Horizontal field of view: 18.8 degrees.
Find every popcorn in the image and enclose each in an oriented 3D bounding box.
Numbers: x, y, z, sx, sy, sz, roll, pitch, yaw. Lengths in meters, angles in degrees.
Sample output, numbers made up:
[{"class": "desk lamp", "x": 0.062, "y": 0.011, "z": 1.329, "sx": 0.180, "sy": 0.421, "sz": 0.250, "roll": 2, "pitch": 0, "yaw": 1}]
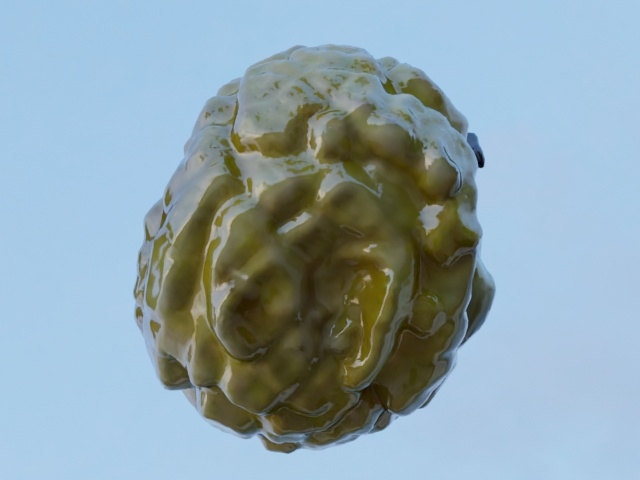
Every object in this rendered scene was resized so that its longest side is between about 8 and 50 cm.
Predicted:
[{"class": "popcorn", "x": 0.000, "y": 0.000, "z": 0.817, "sx": 0.170, "sy": 0.180, "sz": 0.180, "roll": -7, "pitch": -33, "yaw": -32}]
